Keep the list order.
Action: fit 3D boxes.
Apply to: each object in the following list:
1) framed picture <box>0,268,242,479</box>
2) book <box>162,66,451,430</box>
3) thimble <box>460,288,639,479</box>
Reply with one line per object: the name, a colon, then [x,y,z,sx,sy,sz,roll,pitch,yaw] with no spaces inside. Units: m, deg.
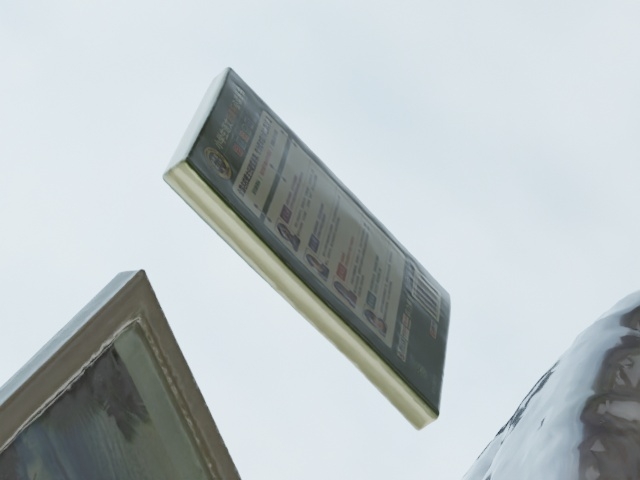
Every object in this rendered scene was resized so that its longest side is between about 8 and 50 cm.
framed picture: [-0.085,0.203,0.765,0.232,0.024,0.315,-48,-56,-45]
book: [0.000,0.000,1.303,0.264,0.027,0.202,45,-157,-14]
thimble: [0.121,0.134,0.414,0.246,0.157,0.217,14,-141,-28]
